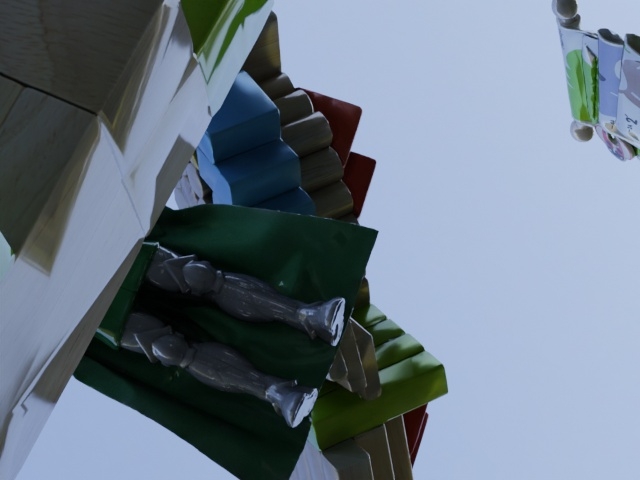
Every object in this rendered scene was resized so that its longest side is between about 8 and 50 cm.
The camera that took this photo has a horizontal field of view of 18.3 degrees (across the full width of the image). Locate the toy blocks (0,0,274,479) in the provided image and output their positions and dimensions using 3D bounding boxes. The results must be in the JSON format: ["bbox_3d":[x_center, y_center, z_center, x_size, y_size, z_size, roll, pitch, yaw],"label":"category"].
[{"bbox_3d":[-0.216,0.013,0.595,0.261,0.191,0.381,23,-108,13],"label":"toy blocks"}]

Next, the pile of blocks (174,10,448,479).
[{"bbox_3d":[0.000,0.000,1.097,0.113,0.149,0.362,-23,-81,-20],"label":"pile of blocks"}]

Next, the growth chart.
[{"bbox_3d":[0.208,-0.045,1.100,0.021,0.237,0.172,-38,-35,-9],"label":"growth chart"}]

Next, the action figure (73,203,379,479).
[{"bbox_3d":[-0.105,0.020,0.940,0.232,0.063,0.137,19,-99,11],"label":"action figure"}]
